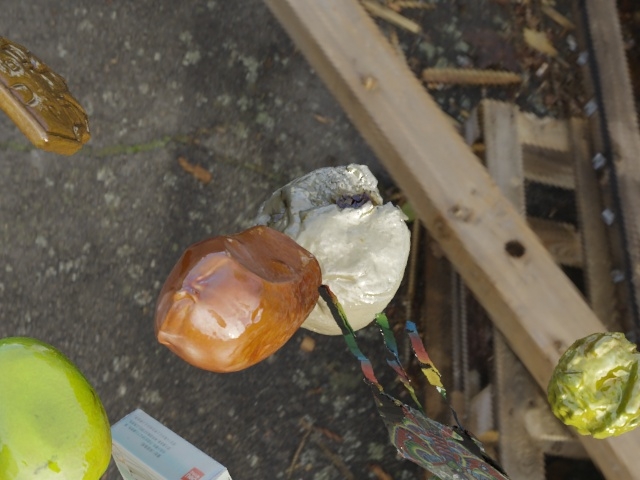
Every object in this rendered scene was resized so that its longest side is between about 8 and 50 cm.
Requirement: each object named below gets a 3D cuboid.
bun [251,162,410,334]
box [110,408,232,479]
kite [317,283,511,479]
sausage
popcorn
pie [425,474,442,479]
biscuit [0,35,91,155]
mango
[{"bbox_3d":[-0.007,0.011,1.592,0.204,0.281,0.282,17,59,-20],"label":"bun"},{"bbox_3d":[-0.240,0.387,1.689,0.079,0.135,0.269,-35,36,-30],"label":"box"},{"bbox_3d":[0.082,0.141,0.855,0.152,0.285,0.015,15,56,40],"label":"kite"},{"bbox_3d":[-0.079,0.060,1.012,0.133,0.258,0.133,2,97,15],"label":"sausage"},{"bbox_3d":[0.501,0.259,1.825,0.197,0.155,0.198,-1,84,13],"label":"popcorn"},{"bbox_3d":[0.252,0.514,1.717,0.078,0.277,0.277,-31,76,-32],"label":"pie"},{"bbox_3d":[-0.359,-0.191,1.306,0.034,0.215,0.182,-39,100,12],"label":"biscuit"},{"bbox_3d":[-0.249,0.165,0.928,0.117,0.089,0.163,-7,79,-30],"label":"mango"}]
